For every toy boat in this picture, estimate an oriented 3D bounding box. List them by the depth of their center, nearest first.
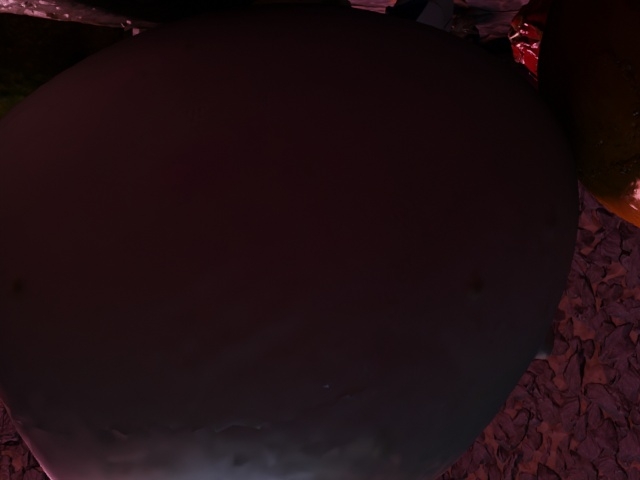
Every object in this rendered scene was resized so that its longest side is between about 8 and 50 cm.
[{"bbox_3d":[0.074,-0.163,0.855,0.067,0.220,0.291,35,167,19],"label":"toy boat"}]

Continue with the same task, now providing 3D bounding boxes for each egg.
[{"bbox_3d":[0.000,0.000,0.627,0.339,0.355,0.354,-29,173,8],"label":"egg"}]

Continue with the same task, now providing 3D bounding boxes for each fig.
[{"bbox_3d":[-0.288,-0.161,0.817,0.235,0.203,0.203,20,176,-7],"label":"fig"}]

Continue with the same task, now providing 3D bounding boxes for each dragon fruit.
[{"bbox_3d":[0.259,-0.187,0.883,0.190,0.094,0.094,-8,-176,-31],"label":"dragon fruit"}]

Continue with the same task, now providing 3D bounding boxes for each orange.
[{"bbox_3d":[0.264,-0.116,0.637,0.240,0.240,0.240,1,178,0],"label":"orange"}]

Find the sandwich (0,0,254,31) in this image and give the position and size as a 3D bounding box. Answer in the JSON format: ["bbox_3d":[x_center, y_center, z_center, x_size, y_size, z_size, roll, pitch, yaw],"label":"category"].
[{"bbox_3d":[-0.162,-0.194,0.559,0.301,0.099,0.271,0,176,-26],"label":"sandwich"}]

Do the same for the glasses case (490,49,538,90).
[{"bbox_3d":[0.234,-0.145,0.992,0.123,0.076,0.316,-3,-158,-5],"label":"glasses case"}]

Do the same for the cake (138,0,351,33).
[{"bbox_3d":[-0.136,-0.163,0.875,0.283,0.158,0.172,4,180,41],"label":"cake"}]
